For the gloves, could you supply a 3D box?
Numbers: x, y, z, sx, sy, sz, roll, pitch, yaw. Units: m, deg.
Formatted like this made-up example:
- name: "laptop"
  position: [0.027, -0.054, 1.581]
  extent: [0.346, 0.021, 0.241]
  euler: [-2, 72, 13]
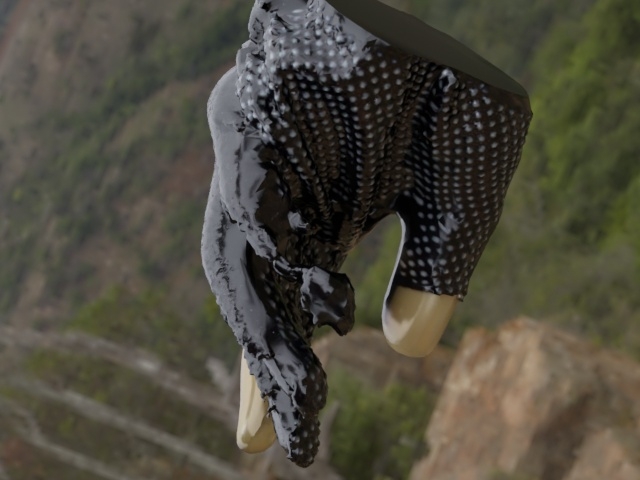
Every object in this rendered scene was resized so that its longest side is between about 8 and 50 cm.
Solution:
- name: "gloves"
  position: [-0.003, -0.001, 0.697]
  extent: [0.180, 0.106, 0.129]
  euler: [-60, -21, 16]
